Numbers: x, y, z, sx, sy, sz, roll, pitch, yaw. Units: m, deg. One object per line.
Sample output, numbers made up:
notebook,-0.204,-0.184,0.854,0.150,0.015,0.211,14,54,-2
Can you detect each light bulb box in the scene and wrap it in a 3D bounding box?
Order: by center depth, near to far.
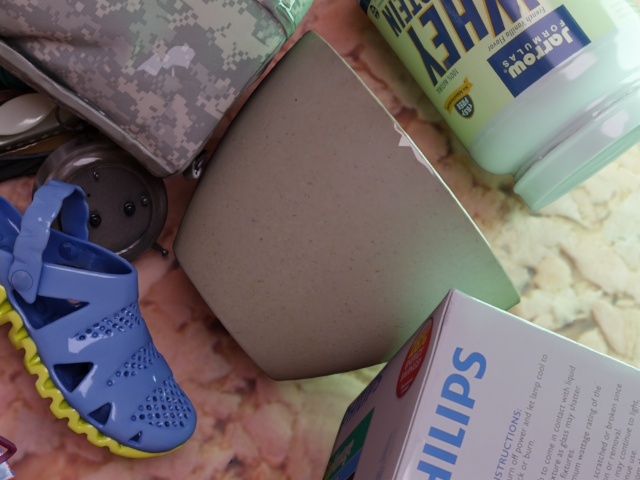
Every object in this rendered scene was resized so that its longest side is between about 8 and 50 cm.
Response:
light bulb box,0.195,0.261,1.358,0.361,0.358,0.225,23,64,-4

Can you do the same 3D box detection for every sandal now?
sandal,-0.220,0.067,1.426,0.317,0.138,0.126,50,25,-9

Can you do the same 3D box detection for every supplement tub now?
supplement tub,0.209,-0.218,1.621,0.235,0.235,0.325,-32,81,-23

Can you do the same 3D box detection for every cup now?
cup,0.000,0.000,1.473,0.237,0.331,0.331,-38,83,1

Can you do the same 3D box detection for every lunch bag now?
lunch bag,-0.183,-0.231,1.409,0.305,0.212,0.256,37,67,-18

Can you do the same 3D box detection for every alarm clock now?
alarm clock,-0.221,-0.054,1.497,0.129,0.064,0.192,-18,110,-12

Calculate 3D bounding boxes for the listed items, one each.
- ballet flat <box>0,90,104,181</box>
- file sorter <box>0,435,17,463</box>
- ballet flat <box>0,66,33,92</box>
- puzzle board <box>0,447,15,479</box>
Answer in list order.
ballet flat,-0.242,-0.125,1.544,0.280,0.096,0.095,-22,76,-21
file sorter,-0.352,0.216,1.314,0.182,0.202,0.290,-30,80,-10
ballet flat,-0.355,-0.210,1.540,0.400,0.139,0.139,-21,77,-20
puzzle board,-0.366,0.211,1.435,0.128,0.011,0.096,-27,79,-21
